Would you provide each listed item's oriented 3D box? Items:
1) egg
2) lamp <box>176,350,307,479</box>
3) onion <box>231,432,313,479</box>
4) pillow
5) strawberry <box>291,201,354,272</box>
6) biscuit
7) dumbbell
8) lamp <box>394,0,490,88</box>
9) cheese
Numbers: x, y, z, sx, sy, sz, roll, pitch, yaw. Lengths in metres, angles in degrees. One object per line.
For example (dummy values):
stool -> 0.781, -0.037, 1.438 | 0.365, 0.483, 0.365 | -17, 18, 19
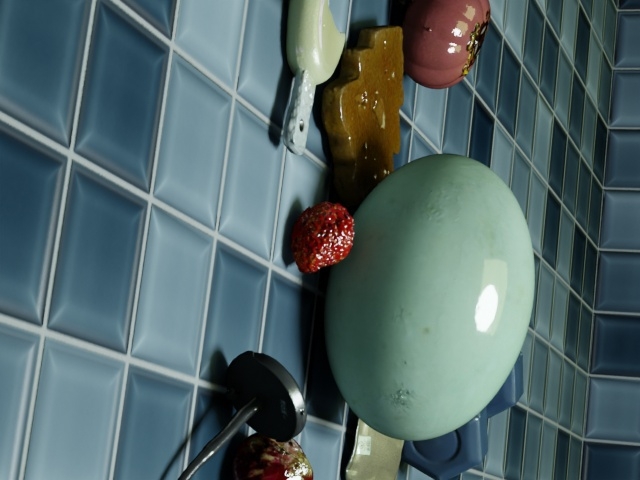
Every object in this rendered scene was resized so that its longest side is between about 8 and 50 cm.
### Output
egg -> 0.145, 0.076, 1.985 | 0.276, 0.276, 0.389 | 10, 93, -69
lamp -> -0.114, 0.255, 1.565 | 0.371, 0.108, 0.130 | -52, 136, -56
onion -> -0.058, 0.277, 1.747 | 0.107, 0.097, 0.107 | 24, 47, -29
pillow -> 0.084, 0.317, 2.195 | 0.217, 0.033, 0.130 | 39, 62, -64
strawberry -> 0.000, 0.000, 1.884 | 0.083, 0.083, 0.096 | 72, 33, -42
biscuit -> 0.067, -0.181, 2.083 | 0.278, 0.043, 0.301 | 66, 33, -48
dumbbell -> 0.232, 0.263, 2.425 | 0.143, 0.156, 0.316 | -64, 169, 25
lamp -> 0.179, -0.321, 2.251 | 0.182, 0.140, 0.182 | 21, 90, -75
cheese -> -0.015, -0.219, 1.852 | 0.127, 0.050, 0.235 | 56, 40, -59
